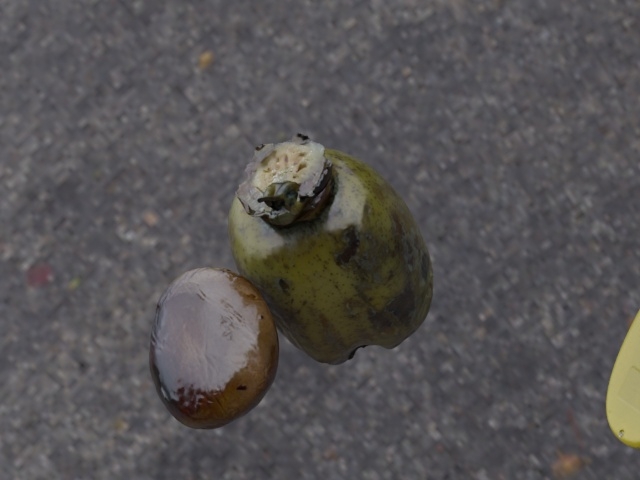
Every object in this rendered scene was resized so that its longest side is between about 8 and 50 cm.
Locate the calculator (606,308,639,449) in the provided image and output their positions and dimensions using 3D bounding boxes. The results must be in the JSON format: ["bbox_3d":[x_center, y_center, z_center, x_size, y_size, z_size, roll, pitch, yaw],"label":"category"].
[{"bbox_3d":[0.391,0.122,1.859,0.235,0.032,0.146,-66,29,7],"label":"calculator"}]

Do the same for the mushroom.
[{"bbox_3d":[-0.086,0.081,1.256,0.123,0.052,0.123,-7,77,33],"label":"mushroom"}]

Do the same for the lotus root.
[{"bbox_3d":[0.000,-0.002,1.333,0.154,0.278,0.154,-10,58,17],"label":"lotus root"}]
